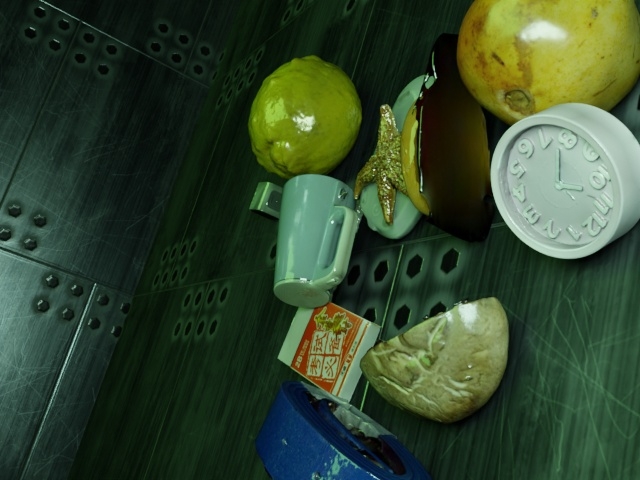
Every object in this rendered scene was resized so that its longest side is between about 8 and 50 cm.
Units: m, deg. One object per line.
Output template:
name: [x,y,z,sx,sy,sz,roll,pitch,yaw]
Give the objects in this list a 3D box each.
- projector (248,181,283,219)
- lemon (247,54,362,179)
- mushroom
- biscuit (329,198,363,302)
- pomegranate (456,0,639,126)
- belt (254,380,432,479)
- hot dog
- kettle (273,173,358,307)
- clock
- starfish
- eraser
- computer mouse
projector: [-0.136,-0.106,1.965,0.083,0.083,0.082,3,71,63]
lemon: [-0.031,-0.296,1.739,0.316,0.285,0.285,-44,19,-19]
mushroom: [0.175,0.200,1.090,0.286,0.156,0.151,-38,65,45]
biscuit: [0.011,0.042,1.610,0.141,0.038,0.289,4,71,63]
pomegranate: [0.334,-0.286,1.040,0.264,0.264,0.264,-43,33,38]
belt: [0.033,0.339,1.115,0.347,0.212,0.117,29,95,61]
hot dog: [0.220,-0.165,1.236,0.107,0.194,0.326,-8,66,67]
kettle: [0.000,0.000,1.457,0.211,0.160,0.243,-23,48,42]
clock: [0.324,-0.077,0.957,0.197,0.068,0.196,31,133,40]
starfish: [0.126,-0.140,1.367,0.240,0.043,0.227,-43,48,50]
eraser: [0.012,0.204,1.434,0.230,0.038,0.157,21,88,55]
computer mouse: [0.184,-0.159,1.397,0.331,0.095,0.197,-65,33,23]
